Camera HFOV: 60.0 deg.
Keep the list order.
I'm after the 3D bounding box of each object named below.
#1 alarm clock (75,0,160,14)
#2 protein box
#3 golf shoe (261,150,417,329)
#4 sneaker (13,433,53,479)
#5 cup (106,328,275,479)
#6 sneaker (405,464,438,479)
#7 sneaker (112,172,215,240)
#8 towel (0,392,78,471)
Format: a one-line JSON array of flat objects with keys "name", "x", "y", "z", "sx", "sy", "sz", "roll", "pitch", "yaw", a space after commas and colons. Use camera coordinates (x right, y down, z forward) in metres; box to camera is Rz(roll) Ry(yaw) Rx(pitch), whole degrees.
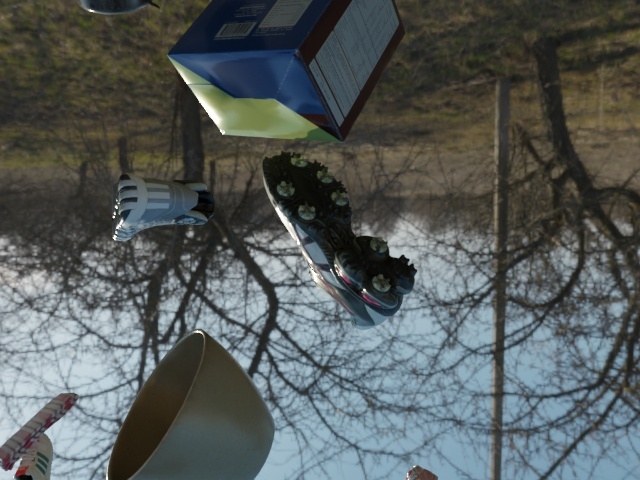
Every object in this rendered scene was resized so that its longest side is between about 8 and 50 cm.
[{"name": "alarm clock", "x": -0.363, "y": -0.424, "z": 0.922, "sx": 0.192, "sy": 0.064, "sz": 0.129, "roll": 8, "pitch": -136, "yaw": 1}, {"name": "protein box", "x": -0.035, "y": -0.246, "z": 0.689, "sx": 0.200, "sy": 0.201, "sz": 0.136, "roll": 11, "pitch": 150, "yaw": 34}, {"name": "golf shoe", "x": 0.000, "y": 0.000, "z": 0.731, "sx": 0.105, "sy": 0.273, "sz": 0.120, "roll": -22, "pitch": 154, "yaw": -35}, {"name": "sneaker", "x": -0.627, "y": 0.488, "z": 1.204, "sx": 0.057, "sy": 0.161, "sz": 0.075, "roll": -13, "pitch": 151, "yaw": -2}, {"name": "cup", "x": -0.234, "y": 0.381, "z": 1.127, "sx": 0.237, "sy": 0.331, "sz": 0.331, "roll": 35, "pitch": 171, "yaw": -20}, {"name": "sneaker", "x": 0.212, "y": 0.541, "z": 1.198, "sx": 0.070, "sy": 0.051, "sz": 0.134, "roll": 35, "pitch": -155, "yaw": 3}, {"name": "sneaker", "x": -0.220, "y": -0.042, "z": 0.778, "sx": 0.132, "sy": 0.086, "sz": 0.229, "roll": 0, "pitch": 180, "yaw": -24}, {"name": "towel", "x": -0.630, "y": 0.417, "z": 1.230, "sx": 0.144, "sy": 0.029, "sz": 0.197, "roll": -16, "pitch": -155, "yaw": 51}]
